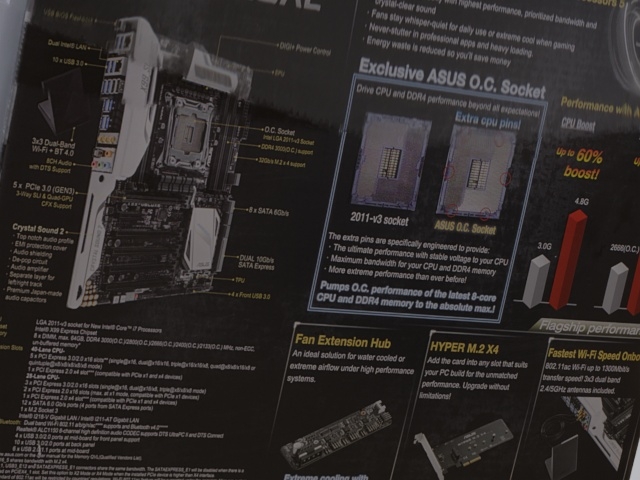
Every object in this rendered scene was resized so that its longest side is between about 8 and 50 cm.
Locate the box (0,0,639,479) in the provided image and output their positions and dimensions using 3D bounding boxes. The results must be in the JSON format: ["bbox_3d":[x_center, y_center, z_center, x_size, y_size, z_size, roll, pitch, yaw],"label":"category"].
[{"bbox_3d":[0.000,0.000,0.730,0.307,0.076,0.242,5,-78,-33],"label":"box"}]
